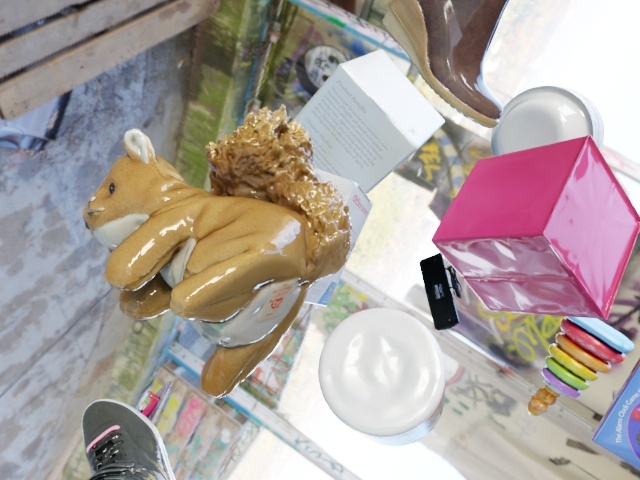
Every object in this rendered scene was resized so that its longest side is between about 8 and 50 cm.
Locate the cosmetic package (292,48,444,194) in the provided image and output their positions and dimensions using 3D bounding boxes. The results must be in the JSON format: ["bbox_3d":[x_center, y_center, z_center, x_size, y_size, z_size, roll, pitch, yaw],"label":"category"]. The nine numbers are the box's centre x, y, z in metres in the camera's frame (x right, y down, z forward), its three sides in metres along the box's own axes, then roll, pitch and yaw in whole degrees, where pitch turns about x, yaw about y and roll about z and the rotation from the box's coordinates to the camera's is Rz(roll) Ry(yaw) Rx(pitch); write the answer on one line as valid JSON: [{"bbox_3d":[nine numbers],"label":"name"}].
[{"bbox_3d":[0.120,-0.340,1.631,0.394,0.329,0.327,-41,-178,38],"label":"cosmetic package"}]

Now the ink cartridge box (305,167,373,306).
[{"bbox_3d":[0.000,0.000,1.285,0.307,0.129,0.223,-65,161,-3],"label":"ink cartridge box"}]

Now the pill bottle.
[{"bbox_3d":[0.112,0.236,0.813,0.176,0.176,0.318,-55,156,-14],"label":"pill bottle"}]

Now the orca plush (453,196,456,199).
[{"bbox_3d":[0.471,-0.012,1.386,0.102,0.151,0.287,-93,161,-49],"label":"orca plush"}]

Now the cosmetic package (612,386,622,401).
[{"bbox_3d":[0.977,0.545,1.396,0.160,0.309,0.113,-37,180,35],"label":"cosmetic package"}]

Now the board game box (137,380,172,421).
[{"bbox_3d":[-0.351,0.336,0.968,0.133,0.033,0.168,-45,-165,26],"label":"board game box"}]

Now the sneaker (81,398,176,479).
[{"bbox_3d":[-0.287,0.317,0.702,0.105,0.296,0.146,-40,144,-12],"label":"sneaker"}]

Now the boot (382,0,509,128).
[{"bbox_3d":[0.220,-0.304,0.686,0.207,0.248,0.090,-43,169,32],"label":"boot"}]

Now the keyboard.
[{"bbox_3d":[0.317,0.127,1.271,0.038,0.191,0.100,8,155,-44],"label":"keyboard"}]

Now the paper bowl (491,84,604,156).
[{"bbox_3d":[0.613,-0.284,1.396,0.148,0.284,0.284,-12,138,-43],"label":"paper bowl"}]

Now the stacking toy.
[{"bbox_3d":[0.626,0.330,1.274,0.301,0.166,0.175,-58,154,11],"label":"stacking toy"}]

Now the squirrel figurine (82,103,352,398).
[{"bbox_3d":[-0.166,-0.033,0.807,0.397,0.370,0.281,-40,151,-20],"label":"squirrel figurine"}]

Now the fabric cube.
[{"bbox_3d":[0.441,-0.018,1.025,0.258,0.259,0.254,-6,-136,56],"label":"fabric cube"}]

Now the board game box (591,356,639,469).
[{"bbox_3d":[0.675,0.276,0.872,0.078,0.233,0.346,-14,127,-52],"label":"board game box"}]
